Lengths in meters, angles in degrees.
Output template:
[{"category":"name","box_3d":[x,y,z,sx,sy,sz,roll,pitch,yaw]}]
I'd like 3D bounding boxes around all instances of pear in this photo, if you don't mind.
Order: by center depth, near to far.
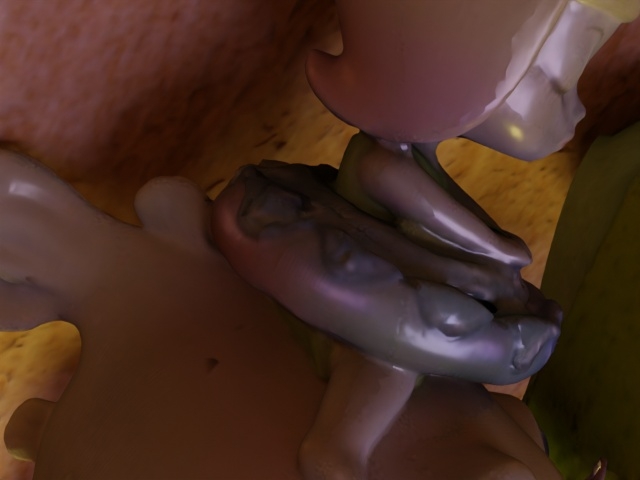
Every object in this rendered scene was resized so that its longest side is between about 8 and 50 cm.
[{"category":"pear","box_3d":[0.214,0.078,0.744,0.282,0.286,0.176,-48,167,-55]}]

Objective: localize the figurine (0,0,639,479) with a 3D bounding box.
[{"category":"figurine","box_3d":[0.000,0.000,0.616,0.226,0.275,0.394,-67,179,-79]}]
